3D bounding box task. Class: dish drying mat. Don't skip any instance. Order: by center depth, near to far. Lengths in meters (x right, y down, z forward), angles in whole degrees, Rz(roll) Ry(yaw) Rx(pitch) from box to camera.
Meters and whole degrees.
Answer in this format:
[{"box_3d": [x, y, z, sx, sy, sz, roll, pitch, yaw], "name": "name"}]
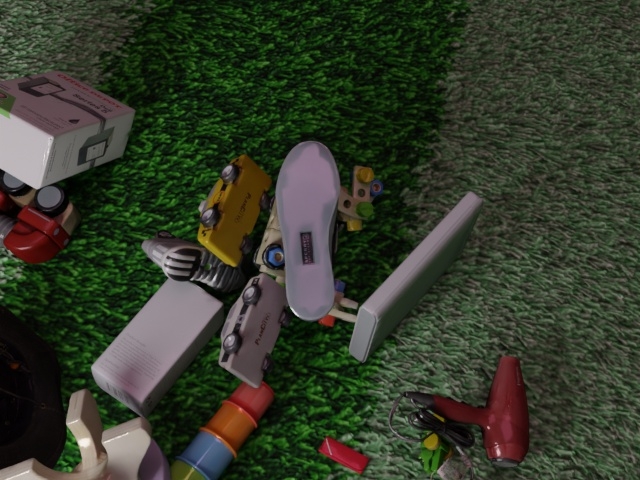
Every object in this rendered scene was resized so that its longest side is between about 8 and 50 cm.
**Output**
[{"box_3d": [0.040, 0.369, 1.517, 0.083, 0.008, 0.032, 26, 61, 10], "name": "dish drying mat"}]

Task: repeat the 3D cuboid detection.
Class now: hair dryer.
[{"box_3d": [0.266, 0.298, 1.492, 0.293, 0.080, 0.223, -37, 98, -37], "name": "hair dryer"}]

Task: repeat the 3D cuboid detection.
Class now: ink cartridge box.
[{"box_3d": [-0.512, -0.218, 1.665, 0.198, 0.115, 0.273, 28, 26, 10], "name": "ink cartridge box"}]

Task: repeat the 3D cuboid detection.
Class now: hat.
[{"box_3d": [-0.568, 0.259, 1.429, 0.134, 0.331, 0.331, -30, 61, 21], "name": "hat"}]

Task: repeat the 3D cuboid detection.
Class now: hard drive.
[{"box_3d": [0.171, 0.067, 1.585, 0.040, 0.203, 0.307, 37, 64, 16], "name": "hard drive"}]

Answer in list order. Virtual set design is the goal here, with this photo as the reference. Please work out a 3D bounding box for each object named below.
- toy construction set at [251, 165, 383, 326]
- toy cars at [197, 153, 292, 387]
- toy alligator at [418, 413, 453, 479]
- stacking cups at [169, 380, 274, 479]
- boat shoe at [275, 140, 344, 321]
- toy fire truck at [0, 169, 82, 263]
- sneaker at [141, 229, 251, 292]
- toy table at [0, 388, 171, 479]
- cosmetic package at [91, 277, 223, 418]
[{"box_3d": [0.000, 0.000, 1.656, 0.215, 0.151, 0.328, 20, 66, -22], "name": "toy construction set"}, {"box_3d": [-0.143, 0.053, 1.518, 0.176, 0.087, 0.394, -11, 92, -48], "name": "toy cars"}, {"box_3d": [0.192, 0.360, 1.513, 0.051, 0.056, 0.190, -6, 51, 42], "name": "toy alligator"}, {"box_3d": [-0.194, 0.362, 1.465, 0.096, 0.096, 0.316, 31, 58, 12], "name": "stacking cups"}, {"box_3d": [-0.015, -0.014, 1.526, 0.113, 0.105, 0.306, -6, 84, -1], "name": "boat shoe"}, {"box_3d": [-0.598, -0.022, 1.619, 0.217, 0.158, 0.246, 29, 74, 11], "name": "toy fire truck"}, {"box_3d": [-0.232, 0.025, 1.600, 0.132, 0.228, 0.086, 27, 94, 33], "name": "sneaker"}, {"box_3d": [-0.343, 0.363, 1.340, 0.252, 0.161, 0.274, -28, 34, -1], "name": "toy table"}, {"box_3d": [-0.282, 0.182, 1.555, 0.117, 0.085, 0.231, 32, 61, 14], "name": "cosmetic package"}]
